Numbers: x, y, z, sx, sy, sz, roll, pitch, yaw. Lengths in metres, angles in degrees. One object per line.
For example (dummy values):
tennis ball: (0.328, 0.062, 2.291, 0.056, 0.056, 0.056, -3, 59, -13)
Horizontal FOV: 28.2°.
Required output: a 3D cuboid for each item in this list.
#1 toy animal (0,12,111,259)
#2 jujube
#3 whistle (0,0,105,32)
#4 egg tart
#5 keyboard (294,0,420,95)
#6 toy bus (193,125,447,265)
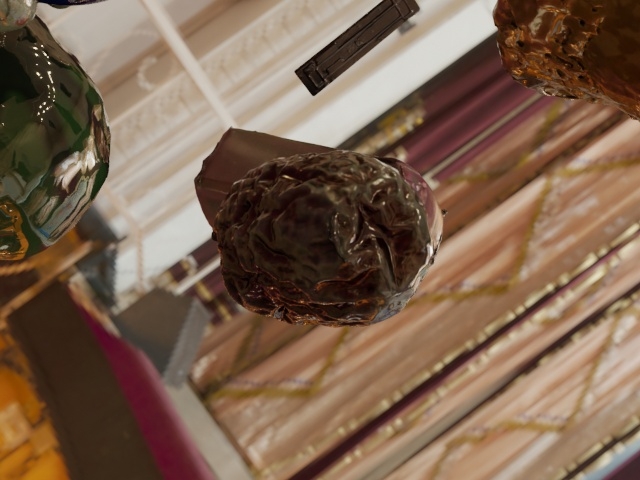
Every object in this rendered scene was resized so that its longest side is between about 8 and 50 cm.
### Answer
toy animal: (-0.283, -0.036, 0.820, 0.216, 0.338, 0.191, 44, -29, 12)
jujube: (0.000, 0.000, 1.523, 0.226, 0.226, 0.317, 55, -21, -12)
whistle: (-0.147, -0.177, 0.725, 0.110, 0.244, 0.092, 81, -11, -52)
egg tart: (0.286, -0.179, 0.886, 0.341, 0.341, 0.129, 67, -1, -64)
keyboard: (0.054, -0.292, 1.856, 0.013, 0.204, 0.061, 54, 4, 40)
toy bus: (-0.005, -0.056, 1.966, 0.386, 0.171, 0.162, 13, -21, 26)
